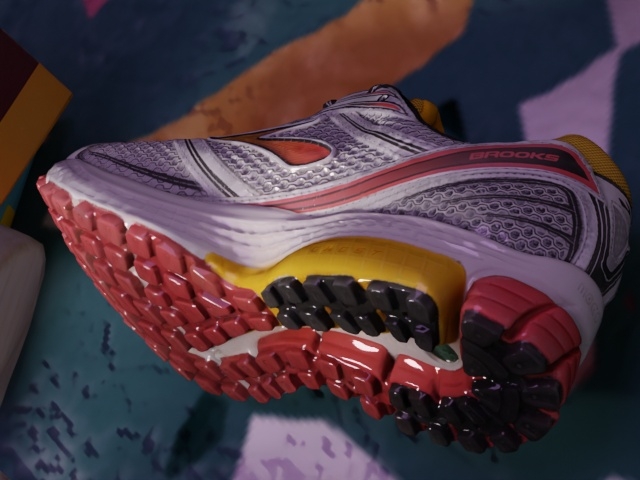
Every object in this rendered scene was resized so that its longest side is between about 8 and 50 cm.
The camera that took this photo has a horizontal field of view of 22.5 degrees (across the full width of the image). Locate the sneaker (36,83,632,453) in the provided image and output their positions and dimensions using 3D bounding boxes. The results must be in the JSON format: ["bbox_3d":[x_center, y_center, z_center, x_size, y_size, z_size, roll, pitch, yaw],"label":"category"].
[{"bbox_3d":[0.000,0.000,0.513,0.225,0.088,0.092,12,52,39],"label":"sneaker"}]

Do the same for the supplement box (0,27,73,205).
[{"bbox_3d":[-0.239,-0.061,0.596,0.191,0.194,0.129,1,55,50],"label":"supplement box"}]

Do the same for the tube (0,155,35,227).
[{"bbox_3d":[-0.162,0.034,0.625,0.080,0.052,0.207,-4,57,32],"label":"tube"}]

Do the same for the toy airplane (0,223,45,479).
[{"bbox_3d":[-0.151,0.232,0.352,0.386,0.272,0.384,127,158,-46],"label":"toy airplane"}]
